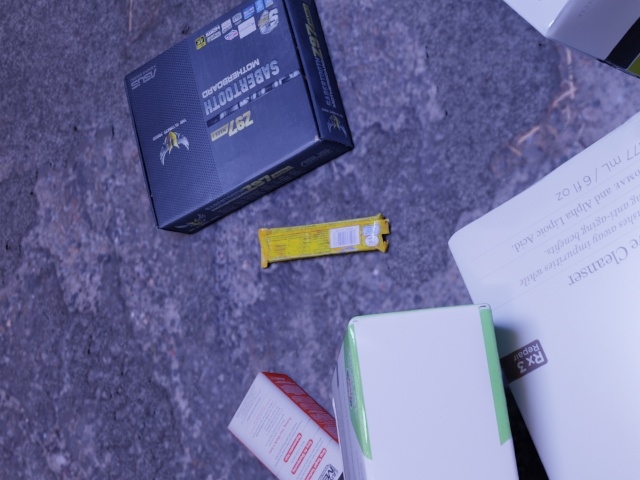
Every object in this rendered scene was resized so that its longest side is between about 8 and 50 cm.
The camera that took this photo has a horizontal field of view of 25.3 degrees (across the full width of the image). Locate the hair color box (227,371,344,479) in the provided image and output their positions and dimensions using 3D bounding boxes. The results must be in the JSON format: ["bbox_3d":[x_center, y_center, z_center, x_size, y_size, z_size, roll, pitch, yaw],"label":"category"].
[{"bbox_3d":[-0.020,0.195,1.378,0.141,0.043,0.072,40,107,35],"label":"hair color box"}]

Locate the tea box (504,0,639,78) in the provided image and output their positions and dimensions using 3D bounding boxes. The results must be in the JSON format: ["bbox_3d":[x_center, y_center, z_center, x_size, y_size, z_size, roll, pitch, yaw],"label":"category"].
[{"bbox_3d":[0.210,-0.297,1.103,0.329,0.323,0.220,48,112,31],"label":"tea box"}]

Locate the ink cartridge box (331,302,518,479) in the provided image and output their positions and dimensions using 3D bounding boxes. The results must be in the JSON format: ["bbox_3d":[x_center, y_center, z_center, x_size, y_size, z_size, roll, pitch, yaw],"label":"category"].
[{"bbox_3d":[0.080,0.179,1.160,0.115,0.273,0.198,-7,75,-4],"label":"ink cartridge box"}]

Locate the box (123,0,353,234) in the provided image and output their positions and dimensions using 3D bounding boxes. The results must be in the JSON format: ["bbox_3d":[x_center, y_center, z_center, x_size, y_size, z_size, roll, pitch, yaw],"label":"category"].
[{"bbox_3d":[-0.090,-0.133,1.473,0.233,0.059,0.183,-26,69,32],"label":"box"}]

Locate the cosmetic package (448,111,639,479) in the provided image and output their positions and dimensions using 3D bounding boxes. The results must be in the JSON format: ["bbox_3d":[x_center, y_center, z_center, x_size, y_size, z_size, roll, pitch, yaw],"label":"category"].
[{"bbox_3d":[0.281,0.121,1.090,0.217,0.156,0.385,-35,63,26],"label":"cosmetic package"}]

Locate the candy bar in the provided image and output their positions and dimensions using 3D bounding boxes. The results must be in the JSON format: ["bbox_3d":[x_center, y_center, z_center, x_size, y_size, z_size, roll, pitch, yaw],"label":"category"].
[{"bbox_3d":[0.000,0.000,1.409,0.161,0.018,0.040,-7,82,36],"label":"candy bar"}]
